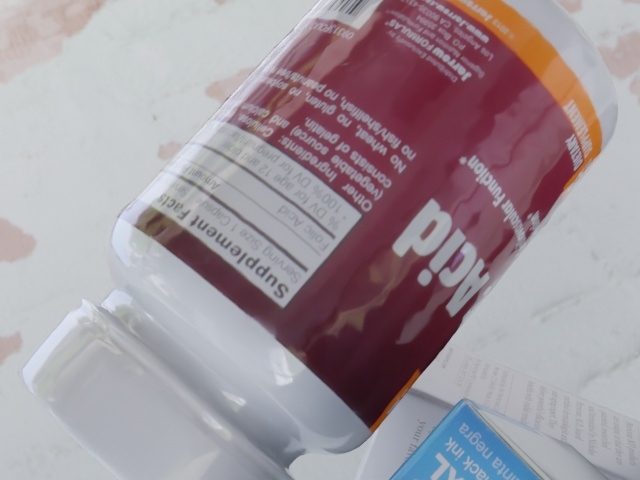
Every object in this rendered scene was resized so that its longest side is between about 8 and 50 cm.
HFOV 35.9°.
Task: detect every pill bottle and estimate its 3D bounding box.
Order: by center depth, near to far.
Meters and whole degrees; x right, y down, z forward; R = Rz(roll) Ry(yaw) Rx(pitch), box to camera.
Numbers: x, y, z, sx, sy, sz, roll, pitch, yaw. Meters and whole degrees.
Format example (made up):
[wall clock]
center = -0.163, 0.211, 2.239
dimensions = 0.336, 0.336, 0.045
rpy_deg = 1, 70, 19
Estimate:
[pill bottle]
center = 0.000, 0.000, 0.674
dimensions = 0.224, 0.224, 0.392
rpy_deg = 36, -101, 26

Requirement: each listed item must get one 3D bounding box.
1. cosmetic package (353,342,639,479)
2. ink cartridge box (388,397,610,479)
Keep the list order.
[cosmetic package]
center = 0.246, 0.281, 0.843
dimensions = 0.453, 0.230, 0.161
rpy_deg = 23, -164, 11
[ink cartridge box]
center = 0.058, 0.258, 0.565
dimensions = 0.307, 0.223, 0.129
rpy_deg = -49, -122, 6
